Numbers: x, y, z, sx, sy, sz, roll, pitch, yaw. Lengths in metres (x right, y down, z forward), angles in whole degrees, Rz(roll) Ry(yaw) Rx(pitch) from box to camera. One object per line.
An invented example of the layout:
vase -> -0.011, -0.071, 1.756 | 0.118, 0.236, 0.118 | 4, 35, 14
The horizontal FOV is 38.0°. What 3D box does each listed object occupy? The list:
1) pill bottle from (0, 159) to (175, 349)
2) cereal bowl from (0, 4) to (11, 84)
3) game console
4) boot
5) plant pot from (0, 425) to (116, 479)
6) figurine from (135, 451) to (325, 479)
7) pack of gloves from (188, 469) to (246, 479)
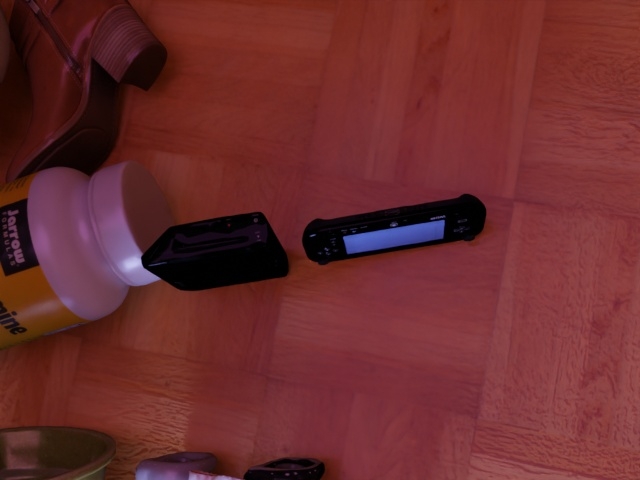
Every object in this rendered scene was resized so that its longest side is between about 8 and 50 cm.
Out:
pill bottle -> -0.349, 0.023, 1.101 | 0.334, 0.188, 0.187 | -18, 78, 12
cereal bowl -> -0.533, -0.191, 1.173 | 0.339, 0.141, 0.338 | -15, 44, 15
game console -> 0.000, 0.000, 1.009 | 0.362, 0.213, 0.043 | -10, 79, 2
boot -> -0.347, -0.207, 1.181 | 0.220, 0.109, 0.283 | 43, 104, 23
plant pot -> -0.362, 0.365, 1.037 | 0.276, 0.276, 0.253 | -2, 92, 15
figurine -> -0.103, 0.352, 1.046 | 0.215, 0.092, 0.209 | 0, 86, 16
pack of gloves -> -0.065, 0.375, 0.977 | 0.195, 0.046, 0.232 | 8, 97, 16
